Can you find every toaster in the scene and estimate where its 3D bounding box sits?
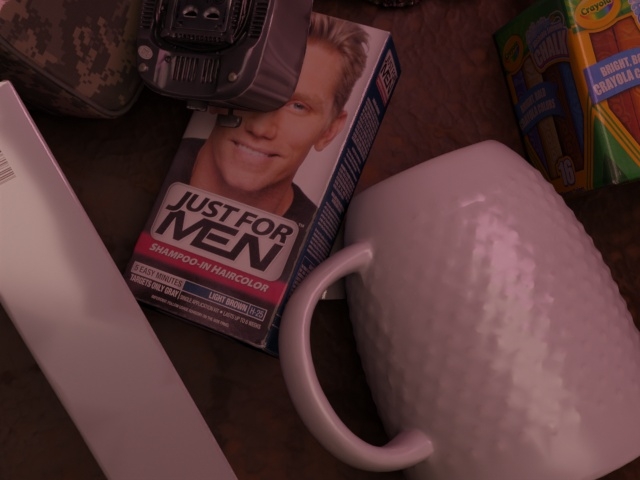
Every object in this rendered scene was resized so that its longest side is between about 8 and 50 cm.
[{"bbox_3d":[-0.082,-0.225,0.898,0.129,0.146,0.226,8,88,17],"label":"toaster"}]

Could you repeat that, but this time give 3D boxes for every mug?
[{"bbox_3d":[0.129,0.091,0.959,0.374,0.276,0.327,-20,86,-31],"label":"mug"}]

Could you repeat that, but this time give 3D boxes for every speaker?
[{"bbox_3d":[0.000,0.000,1.063,0.055,0.055,0.136,-1,86,-14],"label":"speaker"}]

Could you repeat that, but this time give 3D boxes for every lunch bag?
[{"bbox_3d":[-0.286,-0.279,0.931,0.213,0.256,0.305,30,75,-51],"label":"lunch bag"}]

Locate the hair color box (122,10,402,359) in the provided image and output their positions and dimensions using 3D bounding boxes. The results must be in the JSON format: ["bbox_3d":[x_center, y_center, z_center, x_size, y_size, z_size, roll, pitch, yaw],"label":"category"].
[{"bbox_3d":[-0.058,-0.068,0.997,0.174,0.105,0.347,19,80,16],"label":"hair color box"}]

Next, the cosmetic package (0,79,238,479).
[{"bbox_3d":[-0.229,0.055,0.854,0.097,0.284,0.377,-31,104,-18],"label":"cosmetic package"}]

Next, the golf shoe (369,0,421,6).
[{"bbox_3d":[0.119,-0.329,1.122,0.186,0.067,0.086,-10,47,-4],"label":"golf shoe"}]

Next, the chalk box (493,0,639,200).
[{"bbox_3d":[0.331,-0.207,1.095,0.180,0.179,0.288,-15,89,-15],"label":"chalk box"}]
